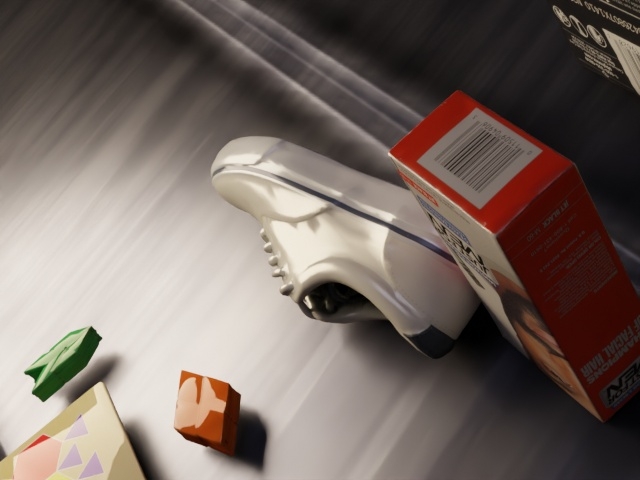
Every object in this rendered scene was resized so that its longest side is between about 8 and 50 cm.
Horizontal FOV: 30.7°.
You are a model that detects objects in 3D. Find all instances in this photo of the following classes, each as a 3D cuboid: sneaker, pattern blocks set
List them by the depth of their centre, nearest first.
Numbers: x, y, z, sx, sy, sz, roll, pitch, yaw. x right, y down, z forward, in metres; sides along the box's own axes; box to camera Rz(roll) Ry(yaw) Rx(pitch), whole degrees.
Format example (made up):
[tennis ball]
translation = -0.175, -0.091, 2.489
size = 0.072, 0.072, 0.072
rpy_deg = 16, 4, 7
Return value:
[pattern blocks set]
translation = -0.162, 0.192, 0.740
size = 0.285, 0.026, 0.325
rpy_deg = -33, 42, 7
[sneaker]
translation = 0.000, 0.000, 0.742
size = 0.258, 0.094, 0.091
rpy_deg = 22, 79, 50

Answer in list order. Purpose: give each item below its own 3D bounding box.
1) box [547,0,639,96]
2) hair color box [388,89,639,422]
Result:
[box]
translation = 0.270, -0.214, 0.685
size = 0.270, 0.143, 0.165
rpy_deg = -40, 36, 0
[hair color box]
translation = 0.109, 0.011, 0.593
size = 0.053, 0.167, 0.093
rpy_deg = -42, 41, -4
